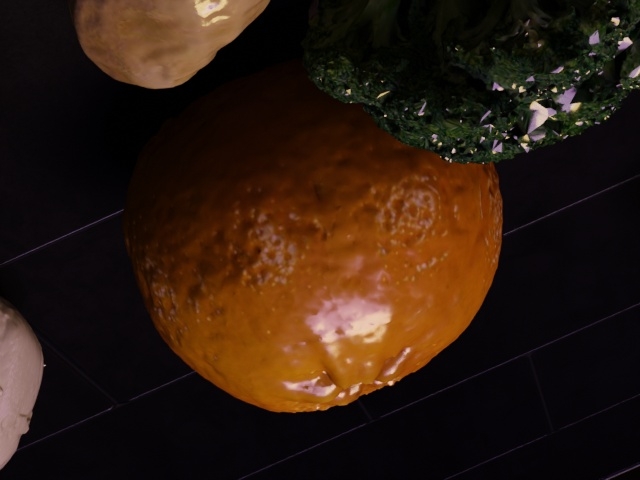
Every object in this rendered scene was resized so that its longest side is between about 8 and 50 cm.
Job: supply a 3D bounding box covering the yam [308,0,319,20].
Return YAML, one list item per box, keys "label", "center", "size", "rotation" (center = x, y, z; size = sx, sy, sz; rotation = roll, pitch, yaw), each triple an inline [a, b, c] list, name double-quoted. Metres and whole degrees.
- label: "yam"
  center: [0.081, -0.185, 1.647]
  size: [0.241, 0.056, 0.057]
  rotation: [7, 143, -47]

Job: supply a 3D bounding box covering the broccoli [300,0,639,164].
- label: "broccoli"
  center: [0.134, -0.200, 1.443]
  size: [0.308, 0.275, 0.308]
  rotation: [-7, -160, 3]

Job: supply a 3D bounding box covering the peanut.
- label: "peanut"
  center: [-0.089, -0.226, 1.286]
  size: [0.148, 0.147, 0.319]
  rotation: [-12, 151, -25]

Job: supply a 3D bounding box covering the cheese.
- label: "cheese"
  center: [-0.363, 0.146, 1.817]
  size: [0.154, 0.189, 0.198]
  rotation: [7, 159, 11]

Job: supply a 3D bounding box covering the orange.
- label: "orange"
  center: [0.000, 0.000, 1.648]
  size: [0.341, 0.293, 0.340]
  rotation: [-16, 163, -5]
